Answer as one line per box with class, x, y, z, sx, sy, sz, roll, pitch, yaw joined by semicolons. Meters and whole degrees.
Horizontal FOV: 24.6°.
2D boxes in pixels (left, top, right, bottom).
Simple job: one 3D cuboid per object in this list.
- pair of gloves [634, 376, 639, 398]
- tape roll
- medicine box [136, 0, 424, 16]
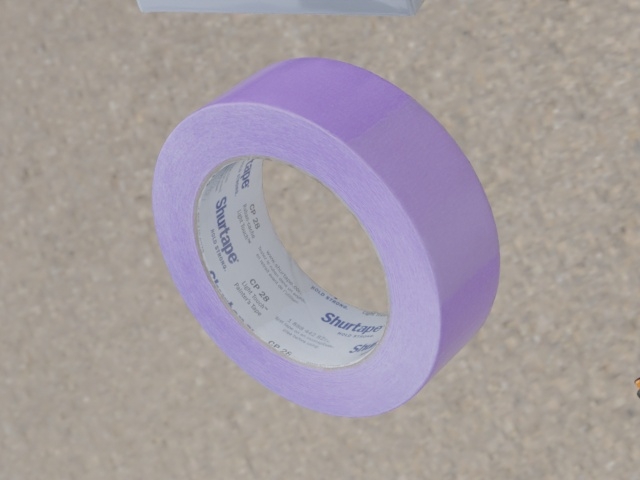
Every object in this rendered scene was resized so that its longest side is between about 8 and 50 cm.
pair of gloves;0.249;0.095;0.960;0.074;0.083;0.010;-100;1;-79
tape roll;0.000;0.000;1.143;0.275;0.090;0.275;22;130;29
medicine box;-0.003;-0.328;1.287;0.263;0.289;0.149;5;130;25
